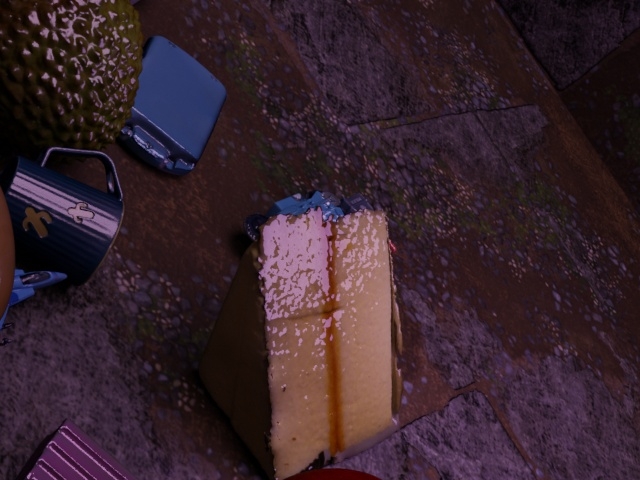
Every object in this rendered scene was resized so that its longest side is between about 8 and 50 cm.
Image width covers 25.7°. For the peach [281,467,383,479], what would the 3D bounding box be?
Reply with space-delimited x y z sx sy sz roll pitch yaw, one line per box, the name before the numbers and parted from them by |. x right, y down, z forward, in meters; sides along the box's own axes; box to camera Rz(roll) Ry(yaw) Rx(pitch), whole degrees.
peach | 0.007 0.409 1.810 0.275 0.245 0.248 25 11 -17

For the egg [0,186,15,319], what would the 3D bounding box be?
egg | -0.494 -0.018 1.512 0.374 0.301 0.301 36 32 10

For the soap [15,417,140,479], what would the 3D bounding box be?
soap | -0.266 0.322 1.673 0.203 0.065 0.122 44 34 -10

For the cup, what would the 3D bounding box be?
cup | -0.350 -0.049 1.859 0.155 0.131 0.176 27 77 -23

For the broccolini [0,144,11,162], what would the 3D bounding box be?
broccolini | -0.466 -0.102 1.853 0.091 0.068 0.202 29 33 3

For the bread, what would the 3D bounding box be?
bread | 0.021 0.137 1.964 0.346 0.405 0.242 -26 67 -43

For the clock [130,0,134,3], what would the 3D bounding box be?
clock | -0.390 -0.482 2.278 0.262 0.116 0.231 48 29 -6

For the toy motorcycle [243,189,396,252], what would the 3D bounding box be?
toy motorcycle | 0.000 0.000 2.251 0.182 0.123 0.272 46 33 12

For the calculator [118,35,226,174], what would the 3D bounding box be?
calculator | -0.243 -0.220 2.238 0.173 0.051 0.293 38 35 -16

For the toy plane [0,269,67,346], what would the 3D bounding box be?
toy plane | -0.412 0.067 1.745 0.169 0.078 0.246 59 28 12

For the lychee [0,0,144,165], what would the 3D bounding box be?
lychee | -0.375 -0.264 1.951 0.270 0.270 0.320 17 80 -40
